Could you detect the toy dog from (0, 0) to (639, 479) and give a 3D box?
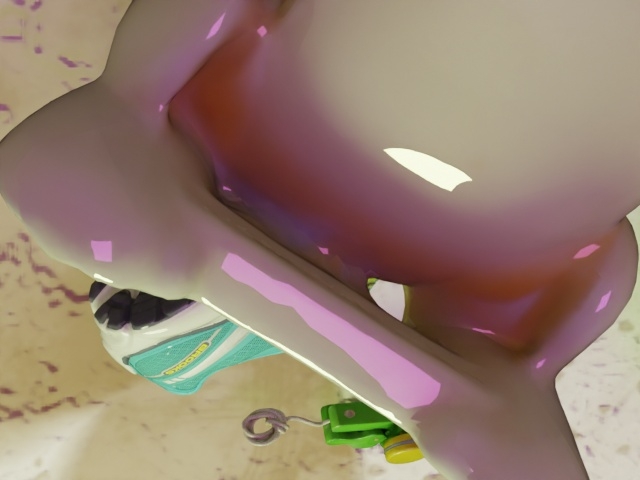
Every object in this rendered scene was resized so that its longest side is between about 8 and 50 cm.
[{"bbox_3d":[0.119,-0.137,0.647,0.284,0.395,0.408,37,108,-6],"label":"toy dog"}]

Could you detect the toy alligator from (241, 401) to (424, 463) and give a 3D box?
[{"bbox_3d":[0.041,0.115,0.958,0.190,0.056,0.051,-5,155,-12],"label":"toy alligator"}]

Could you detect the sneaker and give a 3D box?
[{"bbox_3d":[0.000,0.000,0.885,0.275,0.107,0.110,-26,136,3],"label":"sneaker"}]
